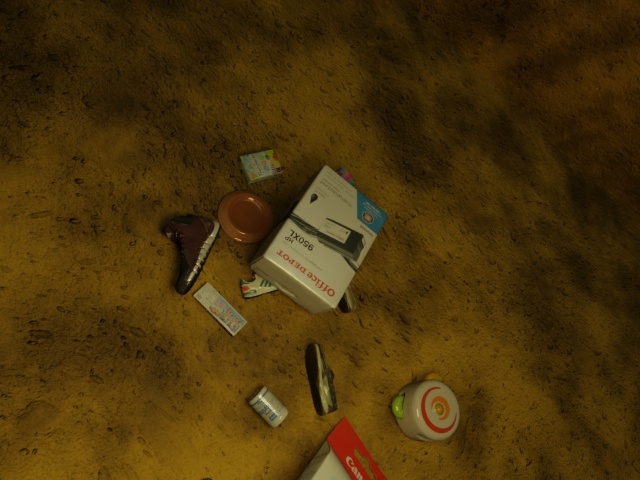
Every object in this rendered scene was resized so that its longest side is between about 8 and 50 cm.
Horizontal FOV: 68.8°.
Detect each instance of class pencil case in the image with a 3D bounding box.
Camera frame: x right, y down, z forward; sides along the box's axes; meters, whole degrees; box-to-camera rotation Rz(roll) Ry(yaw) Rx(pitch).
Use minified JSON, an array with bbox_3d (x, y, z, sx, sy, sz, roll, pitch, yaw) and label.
[{"bbox_3d":[0.031,-0.183,1.766,0.104,0.104,0.236,46,56,-1],"label":"pencil case"}]

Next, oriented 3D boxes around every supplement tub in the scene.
[{"bbox_3d":[-0.155,0.494,1.393,0.107,0.071,0.071,46,57,0],"label":"supplement tub"}]

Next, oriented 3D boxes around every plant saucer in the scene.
[{"bbox_3d":[-0.255,-0.086,1.619,0.200,0.037,0.200,11,64,-23],"label":"plant saucer"}]

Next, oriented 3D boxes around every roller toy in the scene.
[{"bbox_3d":[0.363,0.569,1.570,0.209,0.146,0.191,-29,83,-33],"label":"roller toy"}]

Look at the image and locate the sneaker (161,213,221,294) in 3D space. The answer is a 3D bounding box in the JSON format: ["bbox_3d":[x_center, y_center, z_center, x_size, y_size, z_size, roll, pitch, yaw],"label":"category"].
[{"bbox_3d":[-0.432,0.029,1.454,0.162,0.106,0.281,25,49,-9],"label":"sneaker"}]

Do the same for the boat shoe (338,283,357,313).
[{"bbox_3d":[0.080,0.163,1.666,0.072,0.068,0.190,-11,82,-43],"label":"boat shoe"}]

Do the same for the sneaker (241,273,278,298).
[{"bbox_3d":[-0.186,0.139,1.541,0.161,0.057,0.075,-14,81,-27],"label":"sneaker"}]

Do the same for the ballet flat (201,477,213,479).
[{"bbox_3d":[-0.300,0.757,1.213,0.084,0.058,0.250,12,63,-22],"label":"ballet flat"}]

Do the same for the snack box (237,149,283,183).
[{"bbox_3d":[-0.219,-0.272,1.717,0.141,0.037,0.100,-19,77,-31],"label":"snack box"}]

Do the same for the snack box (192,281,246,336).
[{"bbox_3d":[-0.315,0.216,1.465,0.178,0.022,0.064,46,56,-2],"label":"snack box"}]

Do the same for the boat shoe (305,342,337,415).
[{"bbox_3d":[0.007,0.440,1.498,0.073,0.080,0.224,0,74,-32],"label":"boat shoe"}]

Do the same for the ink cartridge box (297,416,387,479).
[{"bbox_3d":[0.103,0.716,1.318,0.308,0.091,0.385,56,30,4],"label":"ink cartridge box"}]

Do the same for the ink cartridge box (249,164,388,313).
[{"bbox_3d":[0.000,0.000,1.539,0.285,0.166,0.395,37,64,-11],"label":"ink cartridge box"}]
